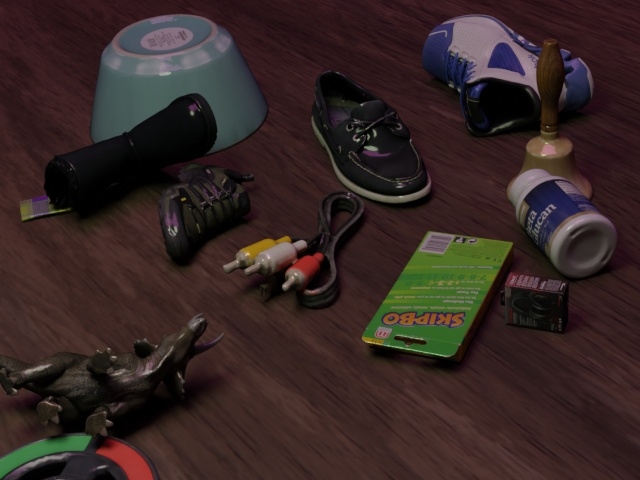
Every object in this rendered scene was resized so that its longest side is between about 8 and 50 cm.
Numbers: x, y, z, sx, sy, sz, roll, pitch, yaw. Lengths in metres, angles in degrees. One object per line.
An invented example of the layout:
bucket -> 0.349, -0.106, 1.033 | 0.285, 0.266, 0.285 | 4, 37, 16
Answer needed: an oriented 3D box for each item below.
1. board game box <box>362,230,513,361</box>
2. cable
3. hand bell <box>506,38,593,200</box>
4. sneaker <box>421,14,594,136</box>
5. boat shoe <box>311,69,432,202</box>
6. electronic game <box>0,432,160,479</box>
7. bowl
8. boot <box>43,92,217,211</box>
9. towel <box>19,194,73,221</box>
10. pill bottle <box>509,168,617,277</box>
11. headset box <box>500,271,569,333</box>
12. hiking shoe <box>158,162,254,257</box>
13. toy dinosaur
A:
board game box -> 0.155, 0.073, 1.574 | 0.124, 0.039, 0.259 | 8, 33, 23
cable -> 0.000, 0.000, 1.681 | 0.139, 0.072, 0.287 | 20, 40, 26
hand bell -> 0.328, -0.171, 1.732 | 0.126, 0.242, 0.126 | -4, 33, 3
sneaker -> 0.269, -0.269, 2.002 | 0.182, 0.127, 0.315 | -29, 41, -35
boat shoe -> 0.072, -0.174, 1.900 | 0.127, 0.113, 0.340 | -13, 33, -11
electronic game -> -0.283, 0.287, 1.304 | 0.229, 0.048, 0.229 | -5, 32, 3
bowl -> -0.253, -0.277, 2.076 | 0.312, 0.163, 0.311 | -5, 33, 3
boot -> -0.291, -0.127, 1.836 | 0.207, 0.094, 0.246 | -28, 5, -37
towel -> -0.425, -0.053, 1.897 | 0.083, 0.009, 0.060 | -13, 34, -9
pill bottle -> 0.322, -0.030, 1.649 | 0.094, 0.094, 0.169 | -14, 33, -11
headset box -> 0.266, 0.077, 1.522 | 0.083, 0.062, 0.032 | 8, 35, 20
hiking shoe -> -0.164, -0.053, 1.778 | 0.114, 0.086, 0.227 | -3, 32, 11
toy dinosaur -> -0.279, 0.171, 1.443 | 0.314, 0.121, 0.160 | -11, -4, 12
